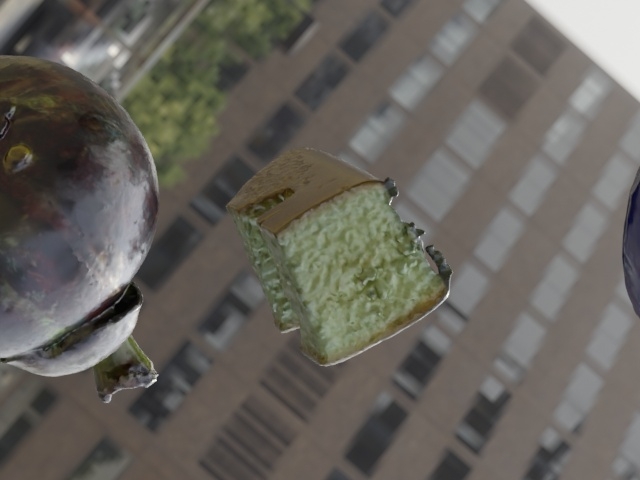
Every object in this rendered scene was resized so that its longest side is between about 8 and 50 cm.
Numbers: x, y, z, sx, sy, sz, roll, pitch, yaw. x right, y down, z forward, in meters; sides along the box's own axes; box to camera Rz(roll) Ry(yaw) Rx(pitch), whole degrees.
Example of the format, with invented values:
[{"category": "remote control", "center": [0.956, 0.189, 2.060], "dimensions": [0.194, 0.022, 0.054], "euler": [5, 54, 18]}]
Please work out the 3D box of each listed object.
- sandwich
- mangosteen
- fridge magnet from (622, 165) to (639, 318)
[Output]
[{"category": "sandwich", "center": [0.000, 0.000, 1.564], "dimensions": [0.128, 0.122, 0.236], "euler": [-28, -162, -10]}, {"category": "mangosteen", "center": [-0.215, 0.007, 1.390], "dimensions": [0.231, 0.289, 0.231], "euler": [-14, -141, 12]}, {"category": "fridge magnet", "center": [0.233, -0.050, 0.779], "dimensions": [0.265, 0.112, 0.265], "euler": [-31, 147, -22]}]
